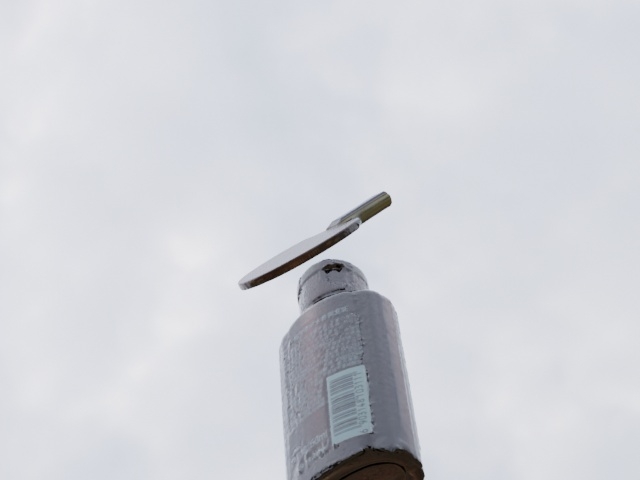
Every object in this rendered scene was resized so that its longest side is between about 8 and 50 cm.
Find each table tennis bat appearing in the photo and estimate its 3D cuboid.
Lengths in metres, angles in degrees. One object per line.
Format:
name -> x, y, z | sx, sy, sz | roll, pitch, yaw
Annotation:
table tennis bat -> 0.000, 0.000, 1.260 | 0.158, 0.014, 0.095 | -33, 6, -42

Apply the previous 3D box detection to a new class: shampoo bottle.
shampoo bottle -> 0.021, 0.131, 1.489 | 0.129, 0.323, 0.084 | -34, -64, 14
